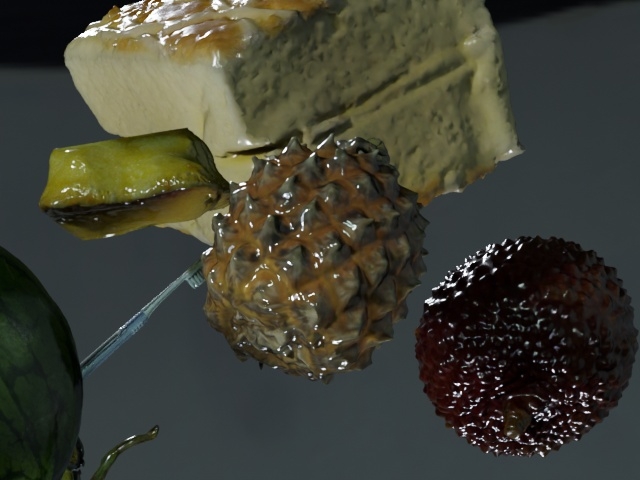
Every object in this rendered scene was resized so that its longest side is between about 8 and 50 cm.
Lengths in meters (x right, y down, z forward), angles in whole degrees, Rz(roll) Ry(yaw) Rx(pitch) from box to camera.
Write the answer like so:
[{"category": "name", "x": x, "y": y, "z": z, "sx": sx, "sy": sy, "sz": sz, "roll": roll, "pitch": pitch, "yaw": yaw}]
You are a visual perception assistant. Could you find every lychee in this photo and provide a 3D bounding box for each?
[{"category": "lychee", "x": 0.254, "y": 0.130, "z": 2.053, "sx": 0.304, "sy": 0.276, "sz": 0.275, "roll": -78, "pitch": -1, "yaw": -47}]

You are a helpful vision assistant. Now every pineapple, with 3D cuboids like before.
[{"category": "pineapple", "x": 0.000, "y": 0.000, "z": 1.194, "sx": 0.193, "sy": 0.166, "sz": 0.166, "roll": -60, "pitch": -1, "yaw": -28}]

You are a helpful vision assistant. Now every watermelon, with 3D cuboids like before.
[{"category": "watermelon", "x": -0.252, "y": 0.096, "z": 1.007, "sx": 0.232, "sy": 0.204, "sz": 0.127, "roll": 49, "pitch": -175, "yaw": 12}]

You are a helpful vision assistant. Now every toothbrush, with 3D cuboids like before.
[{"category": "toothbrush", "x": -0.173, "y": 0.084, "z": 1.498, "sx": 0.019, "sy": 0.219, "sz": 0.016, "roll": 52, "pitch": 157, "yaw": -9}]

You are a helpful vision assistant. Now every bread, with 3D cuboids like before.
[{"category": "bread", "x": -0.160, "y": -0.051, "z": 1.452, "sx": 0.233, "sy": 0.161, "sz": 0.088, "roll": -162, "pitch": 57, "yaw": -87}, {"category": "bread", "x": -0.030, "y": -0.178, "z": 1.875, "sx": 0.390, "sy": 0.371, "sz": 0.279, "roll": 15, "pitch": 127, "yaw": 54}]

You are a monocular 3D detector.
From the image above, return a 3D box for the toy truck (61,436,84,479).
[{"category": "toy truck", "x": -0.335, "y": 0.333, "z": 1.878, "sx": 0.157, "sy": 0.124, "sz": 0.272, "roll": 38, "pitch": -145, "yaw": -67}]
